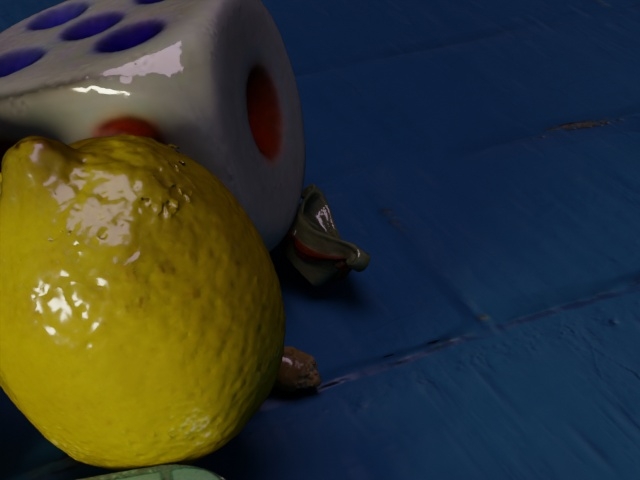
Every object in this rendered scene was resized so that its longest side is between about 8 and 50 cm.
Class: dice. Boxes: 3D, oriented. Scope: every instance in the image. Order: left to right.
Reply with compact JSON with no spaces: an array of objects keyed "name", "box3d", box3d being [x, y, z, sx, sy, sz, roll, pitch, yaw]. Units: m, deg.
[{"name":"dice","box3d":[-0.198,-0.112,1.178,0.304,0.277,0.304,-8,33,15]}]

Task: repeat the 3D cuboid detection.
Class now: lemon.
[{"name":"lemon","box3d":[-0.159,0.047,0.892,0.245,0.320,0.245,-20,31,13]}]

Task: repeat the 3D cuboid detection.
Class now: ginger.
[{"name":"ginger","box3d":[-0.079,0.133,1.042,0.165,0.067,0.096,-3,25,-8]}]

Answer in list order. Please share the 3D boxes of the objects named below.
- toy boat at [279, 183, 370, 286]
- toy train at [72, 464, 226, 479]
[{"name":"toy boat","box3d":[-0.001,0.000,1.220,0.071,0.089,0.185,-48,32,8]},{"name":"toy train","box3d":[-0.189,0.260,0.798,0.326,0.129,0.159,-9,28,-11]}]
